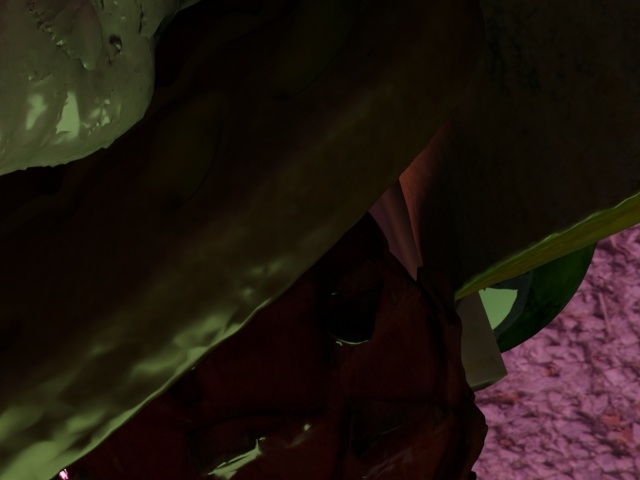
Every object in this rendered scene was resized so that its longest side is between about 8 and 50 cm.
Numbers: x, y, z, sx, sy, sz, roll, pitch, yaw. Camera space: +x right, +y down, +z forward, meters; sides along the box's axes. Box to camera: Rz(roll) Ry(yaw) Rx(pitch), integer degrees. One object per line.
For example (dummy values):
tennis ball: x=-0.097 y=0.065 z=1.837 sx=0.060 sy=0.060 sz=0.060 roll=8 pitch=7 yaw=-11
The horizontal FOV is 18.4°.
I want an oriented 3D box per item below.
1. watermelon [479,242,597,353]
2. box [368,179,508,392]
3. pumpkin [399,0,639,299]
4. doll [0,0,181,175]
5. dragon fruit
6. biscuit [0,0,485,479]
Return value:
watermelon: x=0.085 y=-0.032 z=1.417 sx=0.242 sy=0.242 sz=0.242 roll=-22 pitch=178 yaw=-1
box: x=0.000 y=0.000 z=1.226 sx=0.155 sy=0.243 sz=0.067 roll=-22 pitch=177 yaw=36
pumpkin: x=0.170 y=-0.113 z=1.102 sx=0.332 sy=0.199 sz=0.332 roll=-29 pitch=175 yaw=-3
doll: x=-0.128 y=-0.049 z=0.547 sx=0.192 sy=0.095 sz=0.149 roll=-24 pitch=-178 yaw=-32
dragon fruit: x=-0.033 y=0.082 z=1.027 sx=0.244 sy=0.299 sz=0.244 roll=-11 pitch=-160 yaw=4
biscuit: x=-0.114 y=-0.006 z=0.815 sx=0.394 sy=0.070 sz=0.350 roll=-41 pitch=-161 yaw=-6
